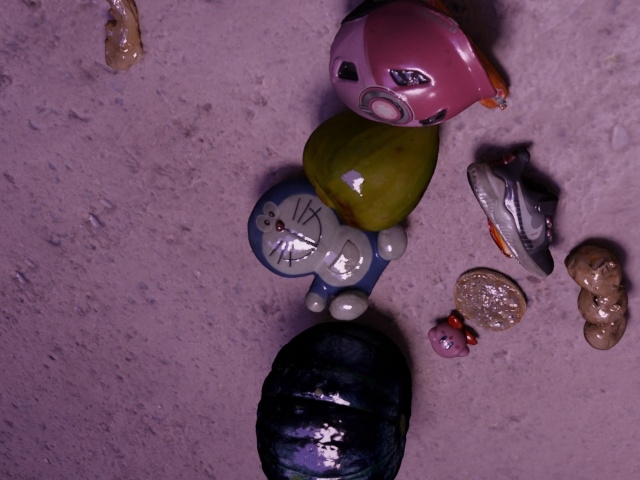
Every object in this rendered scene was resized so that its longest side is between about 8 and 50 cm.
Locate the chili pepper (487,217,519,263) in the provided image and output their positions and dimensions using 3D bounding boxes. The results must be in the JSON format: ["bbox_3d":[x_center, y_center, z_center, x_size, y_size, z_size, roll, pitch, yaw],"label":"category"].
[{"bbox_3d":[0.293,-0.035,1.668,0.045,0.027,0.178,-19,118,34],"label":"chili pepper"}]

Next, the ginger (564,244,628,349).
[{"bbox_3d":[0.460,0.096,1.660,0.104,0.080,0.204,29,148,53],"label":"ginger"}]

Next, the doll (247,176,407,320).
[{"bbox_3d":[0.000,0.000,1.771,0.258,0.154,0.228,29,103,-8],"label":"doll"}]

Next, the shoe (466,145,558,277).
[{"bbox_3d":[0.324,-0.047,1.591,0.112,0.099,0.227,-35,108,12],"label":"shoe"}]

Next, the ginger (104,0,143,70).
[{"bbox_3d":[-0.337,-0.361,1.702,0.069,0.051,0.173,11,128,11],"label":"ginger"}]

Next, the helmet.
[{"bbox_3d":[0.108,-0.238,1.443,0.198,0.154,0.253,52,174,-39],"label":"helmet"}]

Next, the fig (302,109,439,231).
[{"bbox_3d":[0.092,-0.129,1.600,0.225,0.203,0.203,-39,109,3],"label":"fig"}]

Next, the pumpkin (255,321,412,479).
[{"bbox_3d":[0.029,0.326,1.896,0.266,0.363,0.363,9,132,19],"label":"pumpkin"}]

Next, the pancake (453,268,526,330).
[{"bbox_3d":[0.299,0.107,1.794,0.139,0.022,0.139,15,133,16],"label":"pancake"}]

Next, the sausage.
[{"bbox_3d":[0.164,-0.319,1.464,0.053,0.053,0.348,-28,112,42],"label":"sausage"}]

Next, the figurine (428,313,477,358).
[{"bbox_3d":[0.240,0.184,1.862,0.083,0.071,0.067,46,176,-5],"label":"figurine"}]
